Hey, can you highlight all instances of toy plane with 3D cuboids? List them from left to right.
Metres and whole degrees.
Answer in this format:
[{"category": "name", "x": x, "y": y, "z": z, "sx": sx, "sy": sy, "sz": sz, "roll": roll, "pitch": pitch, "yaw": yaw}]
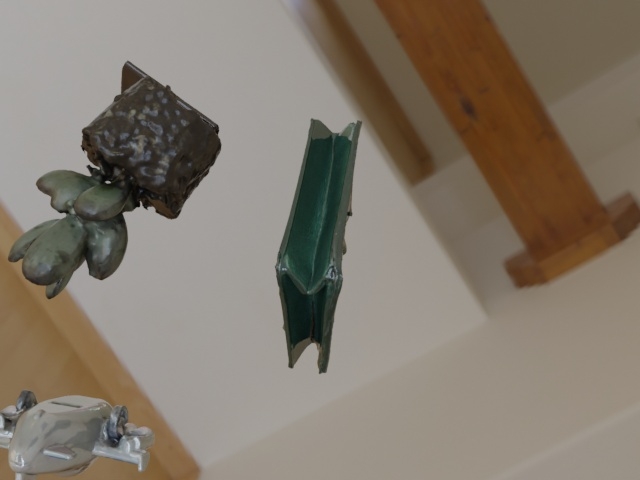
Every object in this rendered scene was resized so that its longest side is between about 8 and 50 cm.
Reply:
[{"category": "toy plane", "x": -0.367, "y": 0.282, "z": 1.578, "sx": 0.267, "sy": 0.267, "sz": 0.122, "roll": -14, "pitch": 112, "yaw": -76}]

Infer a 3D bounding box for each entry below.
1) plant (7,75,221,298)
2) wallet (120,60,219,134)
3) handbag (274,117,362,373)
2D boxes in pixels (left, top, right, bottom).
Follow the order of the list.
[{"category": "plant", "x": -0.245, "y": -0.056, "z": 1.292, "sx": 0.149, "sy": 0.274, "sz": 0.146, "roll": 42, "pitch": 0, "yaw": 9}, {"category": "wallet", "x": -0.198, "y": -0.170, "z": 1.466, "sx": 0.157, "sy": 0.018, "sz": 0.082, "roll": 37, "pitch": -31, "yaw": 9}, {"category": "handbag", "x": -0.001, "y": -0.001, "z": 1.608, "sx": 0.238, "sy": 0.089, "sz": 0.326, "roll": 92, "pitch": 5, "yaw": -48}]
